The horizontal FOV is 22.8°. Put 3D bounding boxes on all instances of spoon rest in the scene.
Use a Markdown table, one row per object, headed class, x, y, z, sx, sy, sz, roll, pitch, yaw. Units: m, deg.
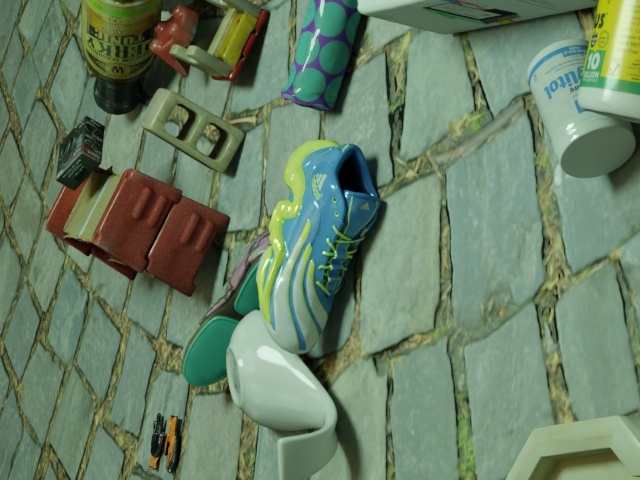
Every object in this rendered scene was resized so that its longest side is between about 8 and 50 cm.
| class | x | y | z | sx | sy | sz | roll | pitch | yaw |
| --- | --- | --- | --- | --- | --- | --- | --- | --- | --- |
| spoon rest | -0.042 | 0.173 | 1.743 | 0.276 | 0.084 | 0.137 | -125 | 31 | -62 |

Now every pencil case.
| class | x | y | z | sx | sy | sz | roll | pitch | yaw |
| --- | --- | --- | --- | --- | --- | --- | --- | --- | --- |
| pencil case | 0.002 | -0.224 | 1.802 | 0.070 | 0.064 | 0.151 | 24 | 102 | 44 |

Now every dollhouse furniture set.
| class | x | y | z | sx | sy | sz | roll | pitch | yaw |
| --- | --- | --- | --- | --- | --- | --- | --- | --- | --- |
| dollhouse furniture set | -0.186 | -0.131 | 2.061 | 0.201 | 0.152 | 0.374 | 15 | 77 | 61 |

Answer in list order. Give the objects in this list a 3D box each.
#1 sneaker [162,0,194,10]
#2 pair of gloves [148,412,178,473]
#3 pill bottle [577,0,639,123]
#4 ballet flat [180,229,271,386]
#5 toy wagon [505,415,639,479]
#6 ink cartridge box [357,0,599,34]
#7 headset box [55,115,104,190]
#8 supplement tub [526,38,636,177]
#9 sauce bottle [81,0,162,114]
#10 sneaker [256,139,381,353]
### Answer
| class | x | y | z | sx | sy | sz | roll | pitch | yaw |
| --- | --- | --- | --- | --- | --- | --- | --- | --- | --- |
| sneaker | -0.182 | -0.438 | 2.173 | 0.235 | 0.094 | 0.153 | 113 | 164 | -46 |
| pair of gloves | -0.202 | 0.263 | 2.060 | 0.083 | 0.010 | 0.074 | -5 | 78 | 62 |
| pill bottle | 0.281 | -0.195 | 1.254 | 0.117 | 0.118 | 0.208 | 21 | 100 | 60 |
| ballet flat | -0.096 | 0.078 | 1.884 | 0.221 | 0.077 | 0.079 | -57 | 18 | 26 |
| toy wagon | 0.214 | 0.317 | 1.262 | 0.267 | 0.068 | 0.344 | -22 | 63 | 57 |
| ink cartridge box | 0.163 | -0.315 | 1.495 | 0.278 | 0.117 | 0.201 | 0 | 81 | 60 |
| headset box | -0.309 | -0.110 | 2.043 | 0.062 | 0.032 | 0.083 | -41 | 32 | 31 |
| supplement tub | 0.225 | -0.115 | 1.374 | 0.071 | 0.071 | 0.107 | -52 | 40 | 39 |
| sauce bottle | -0.271 | -0.288 | 2.170 | 0.344 | 0.111 | 0.111 | 104 | 163 | -63 |
| sneaker | 0.000 | 0.000 | 1.710 | 0.126 | 0.091 | 0.240 | -15 | 67 | 57 |
